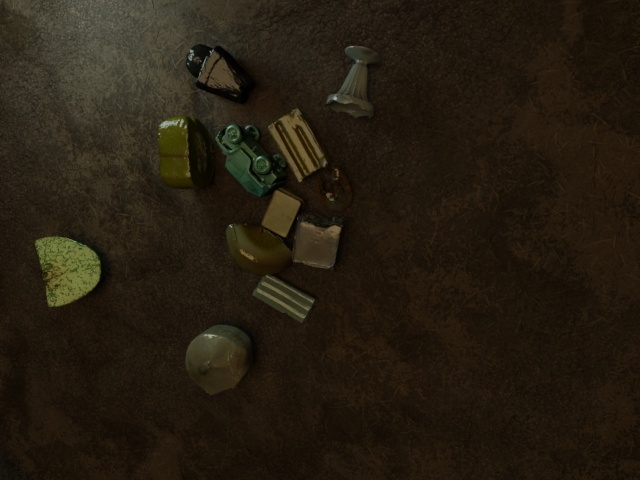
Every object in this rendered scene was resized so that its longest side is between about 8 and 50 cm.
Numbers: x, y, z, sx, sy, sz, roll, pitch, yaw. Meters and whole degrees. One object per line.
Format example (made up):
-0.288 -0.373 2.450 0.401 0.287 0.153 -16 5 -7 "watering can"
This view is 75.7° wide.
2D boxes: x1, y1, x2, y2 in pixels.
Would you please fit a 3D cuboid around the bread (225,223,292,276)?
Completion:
-0.243 0.048 1.501 0.260 0.156 0.158 38 135 1 "bread"

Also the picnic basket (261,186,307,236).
-0.133 -0.104 1.514 0.115 0.079 0.164 30 108 6 "picnic basket"

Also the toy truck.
-0.249 -0.292 1.485 0.279 0.155 0.156 46 113 3 "toy truck"

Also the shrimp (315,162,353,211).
0.043 -0.185 1.461 0.132 0.052 0.188 -13 115 7 "shrimp"

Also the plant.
-0.364 -0.598 1.474 0.256 0.142 0.164 33 105 3 "plant"

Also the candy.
0.000 0.000 1.474 0.184 0.137 0.195 10 101 12 "candy"

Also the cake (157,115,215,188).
-0.493 -0.320 1.524 0.156 0.179 0.261 2 95 12 "cake"

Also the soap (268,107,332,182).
-0.073 -0.339 1.475 0.135 0.076 0.233 -29 91 15 "soap"

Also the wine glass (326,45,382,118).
0.119 -0.522 1.366 0.164 0.165 0.197 16 98 10 "wine glass"

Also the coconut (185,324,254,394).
-0.382 0.455 1.569 0.244 0.247 0.245 2 98 11 "coconut"

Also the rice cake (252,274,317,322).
-0.138 0.219 1.584 0.237 0.043 0.127 30 103 8 "rice cake"

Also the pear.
-1.028 0.115 1.737 0.239 0.139 0.288 -12 91 -1 "pear"
